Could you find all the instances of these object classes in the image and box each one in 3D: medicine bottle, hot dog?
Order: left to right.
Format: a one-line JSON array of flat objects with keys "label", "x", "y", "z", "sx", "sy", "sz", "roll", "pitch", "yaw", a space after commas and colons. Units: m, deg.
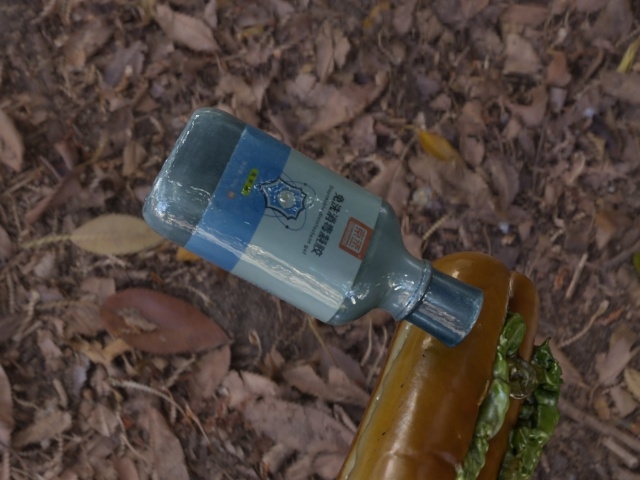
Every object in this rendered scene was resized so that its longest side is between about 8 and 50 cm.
[{"label": "medicine bottle", "x": 0.000, "y": 0.000, "z": 0.614, "sx": 0.208, "sy": 0.054, "sz": 0.090, "roll": 28, "pitch": 58, "yaw": -9}, {"label": "hot dog", "x": 0.083, "y": 0.138, "z": 0.661, "sx": 0.100, "sy": 0.135, "sz": 0.337, "roll": 0, "pitch": 46, "yaw": 32}]
